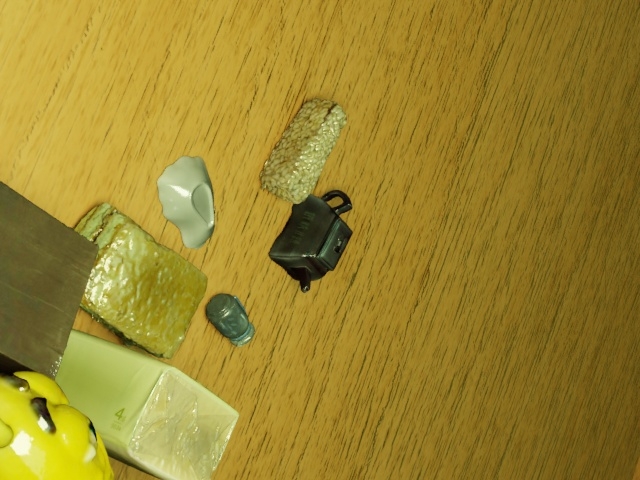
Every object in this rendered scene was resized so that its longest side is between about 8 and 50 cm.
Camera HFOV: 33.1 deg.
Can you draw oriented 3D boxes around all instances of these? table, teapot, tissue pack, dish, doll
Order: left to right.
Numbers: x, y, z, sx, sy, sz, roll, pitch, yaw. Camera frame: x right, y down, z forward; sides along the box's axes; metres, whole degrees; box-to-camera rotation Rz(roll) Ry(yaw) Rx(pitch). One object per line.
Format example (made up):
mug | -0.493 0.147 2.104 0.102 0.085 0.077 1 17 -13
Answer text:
table | -0.384 0.039 1.156 0.193 0.172 0.169 40 56 -46
doll | -0.294 0.296 1.183 0.161 0.423 0.348 -38 99 -22
tissue pack | -0.243 0.203 1.330 0.159 0.234 0.125 46 64 -46
dish | -0.171 -0.048 1.494 0.091 0.039 0.137 -37 125 -38
teapot | -0.135 0.111 1.583 0.049 0.063 0.083 -33 133 -1
teapot | 0.000 0.000 1.663 0.087 0.096 0.177 45 66 -45

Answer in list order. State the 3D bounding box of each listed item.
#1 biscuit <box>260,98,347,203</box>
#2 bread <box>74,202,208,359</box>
biscuit | -0.022 -0.135 1.610 0.070 0.082 0.168 47 64 -47
bread | -0.246 0.054 1.391 0.196 0.102 0.138 48 62 -43
